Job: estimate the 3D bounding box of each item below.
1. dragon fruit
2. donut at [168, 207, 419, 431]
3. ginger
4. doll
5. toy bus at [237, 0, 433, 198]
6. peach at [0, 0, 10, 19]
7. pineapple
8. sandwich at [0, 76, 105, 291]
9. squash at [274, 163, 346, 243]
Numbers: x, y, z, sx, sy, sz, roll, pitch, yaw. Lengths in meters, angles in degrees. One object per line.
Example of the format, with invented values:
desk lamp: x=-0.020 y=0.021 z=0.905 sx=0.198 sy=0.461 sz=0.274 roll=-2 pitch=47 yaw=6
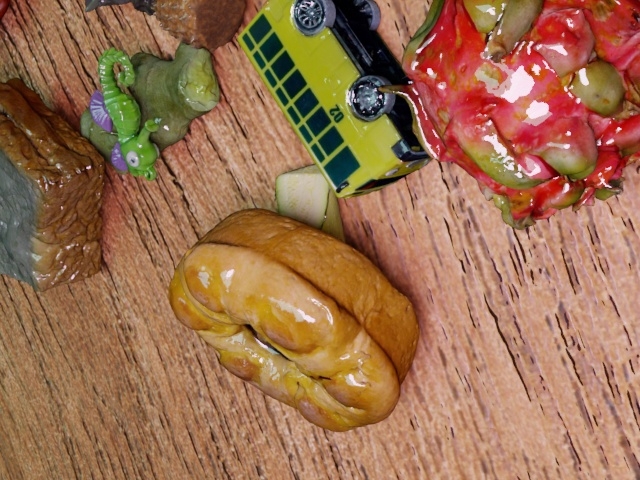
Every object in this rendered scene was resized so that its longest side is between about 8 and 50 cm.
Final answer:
dragon fruit: x=0.206 y=-0.164 z=0.736 sx=0.237 sy=0.231 sz=0.302 roll=18 pitch=130 yaw=50
donut: x=-0.036 y=0.100 z=0.965 sx=0.317 sy=0.150 sz=0.299 roll=46 pitch=146 yaw=-15
ginger: x=-0.257 y=-0.197 z=1.145 sx=0.290 sy=0.089 sz=0.137 roll=-33 pitch=100 yaw=39
doll: x=-0.271 y=-0.173 z=1.081 sx=0.115 sy=0.050 sz=0.190 roll=-9 pitch=105 yaw=38
toy bus: x=0.029 y=-0.180 z=0.929 sx=0.150 sy=0.128 sz=0.262 roll=-38 pitch=78 yaw=34
peach: x=-0.608 y=-0.409 z=1.257 sx=0.190 sy=0.192 sz=0.190 roll=-1 pitch=123 yaw=-2
pineapple: x=-0.237 y=-0.344 z=1.066 sx=0.277 sy=0.119 sz=0.130 roll=30 pitch=104 yaw=29
sandwich: x=-0.475 y=-0.065 z=1.250 sx=0.262 sy=0.131 sz=0.325 roll=41 pitch=137 yaw=21
squash: x=-0.001 y=-0.001 z=1.021 sx=0.090 sy=0.075 sz=0.200 roll=-16 pitch=94 yaw=12
